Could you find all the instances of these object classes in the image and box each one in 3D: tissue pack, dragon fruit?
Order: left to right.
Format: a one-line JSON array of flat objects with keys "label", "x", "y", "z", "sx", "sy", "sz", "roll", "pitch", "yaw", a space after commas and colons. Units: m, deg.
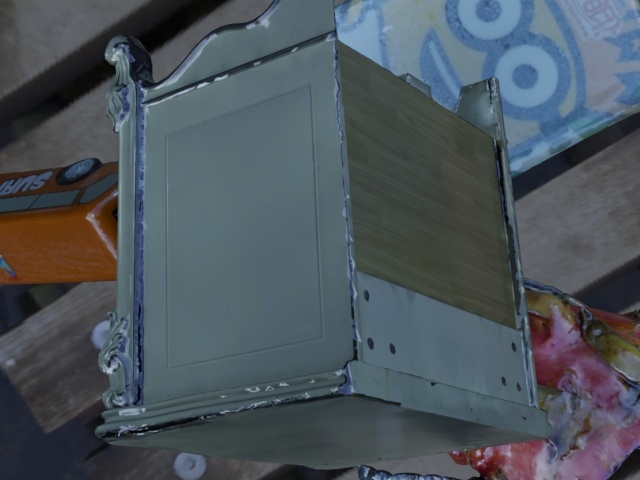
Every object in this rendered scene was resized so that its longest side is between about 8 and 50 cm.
[{"label": "tissue pack", "x": 0.163, "y": -0.172, "z": 1.095, "sx": 0.311, "sy": 0.128, "sz": 0.228, "roll": -27, "pitch": 86, "yaw": -1}, {"label": "dragon fruit", "x": 0.275, "y": 0.174, "z": 1.379, "sx": 0.263, "sy": 0.314, "sz": 0.296, "roll": 45, "pitch": 103, "yaw": 15}]

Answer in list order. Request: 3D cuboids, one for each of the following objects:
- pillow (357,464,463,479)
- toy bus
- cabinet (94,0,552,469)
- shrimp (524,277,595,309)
[{"label": "pillow", "x": 0.187, "y": 0.381, "z": 1.582, "sx": 0.256, "sy": 0.189, "sz": 0.034, "roll": 6, "pitch": 55, "yaw": 22}, {"label": "toy bus", "x": -0.309, "y": -0.011, "z": 1.074, "sx": 0.409, "sy": 0.092, "sz": 0.093, "roll": -4, "pitch": 126, "yaw": 34}, {"label": "cabinet", "x": 0.000, "y": 0.000, "z": 0.875, "sx": 0.227, "sy": 0.290, "sz": 0.318, "roll": -16, "pitch": 68, "yaw": 34}, {"label": "shrimp", "x": 0.309, "y": 0.099, "z": 1.813, "sx": 0.445, "sy": 0.272, "sz": 0.085, "roll": 19, "pitch": 109, "yaw": 14}]
